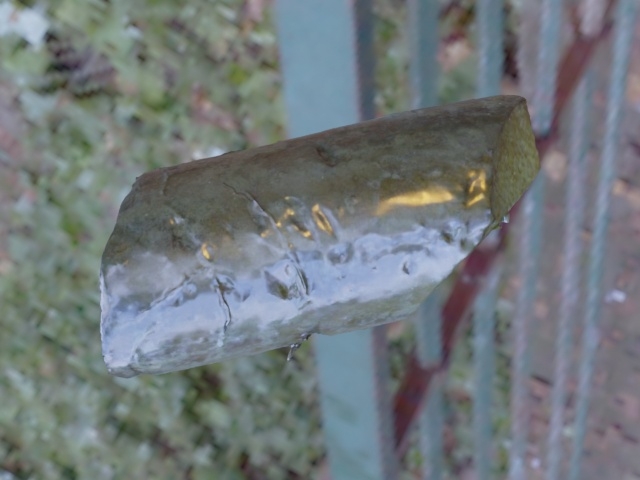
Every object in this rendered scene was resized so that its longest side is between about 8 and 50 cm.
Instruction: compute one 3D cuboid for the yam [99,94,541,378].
[{"bbox_3d":[0.000,0.000,0.608,0.146,0.069,0.069,-12,149,-5],"label":"yam"}]
